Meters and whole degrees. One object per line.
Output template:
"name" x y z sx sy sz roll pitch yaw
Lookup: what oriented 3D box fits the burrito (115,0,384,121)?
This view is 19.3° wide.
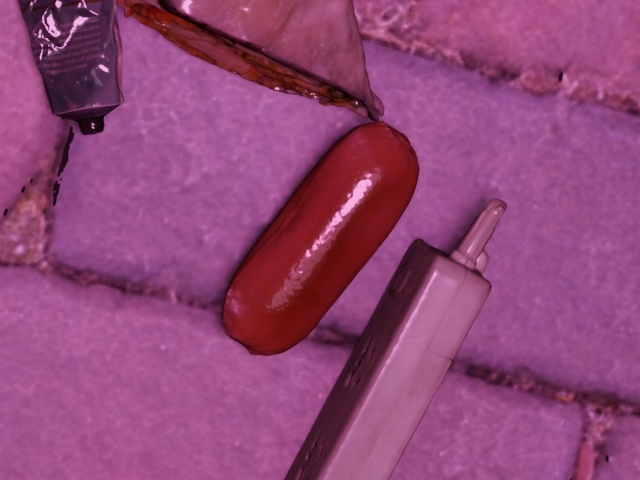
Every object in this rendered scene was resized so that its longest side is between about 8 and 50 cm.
"burrito" -0.072 -0.230 1.278 0.175 0.107 0.347 -16 105 -15

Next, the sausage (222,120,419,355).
"sausage" 0.000 0.000 1.350 0.077 0.077 0.194 37 93 -14

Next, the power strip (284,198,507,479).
"power strip" 0.055 0.094 1.366 0.053 0.093 0.288 27 94 -11

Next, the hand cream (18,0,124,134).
"hand cream" -0.177 -0.193 1.290 0.075 0.052 0.247 -5 105 14
